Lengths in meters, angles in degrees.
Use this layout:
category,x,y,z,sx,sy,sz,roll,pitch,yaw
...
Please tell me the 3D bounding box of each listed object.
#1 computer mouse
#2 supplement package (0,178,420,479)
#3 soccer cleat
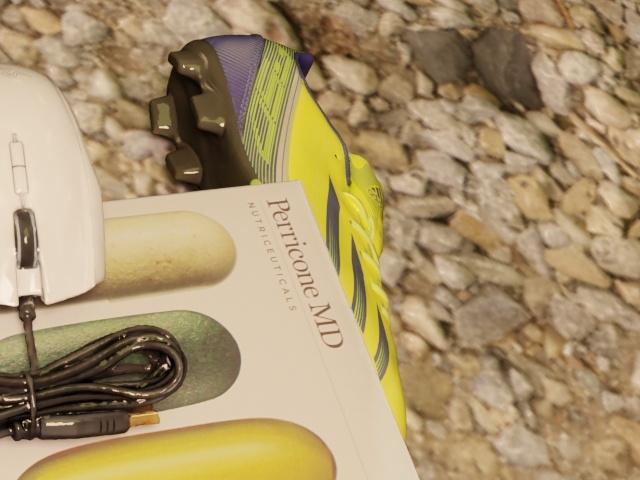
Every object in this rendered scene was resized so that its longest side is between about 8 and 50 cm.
category,x,y,z,sx,sy,sz,roll,pitch,yaw
computer mouse,-0.119,-0.008,0.607,0.106,0.042,0.193,-5,54,-20
supplement package,-0.121,0.119,0.665,0.262,0.198,0.199,-7,56,-23
soccer cleat,0.000,-0.001,0.866,0.121,0.093,0.289,-6,57,-30
